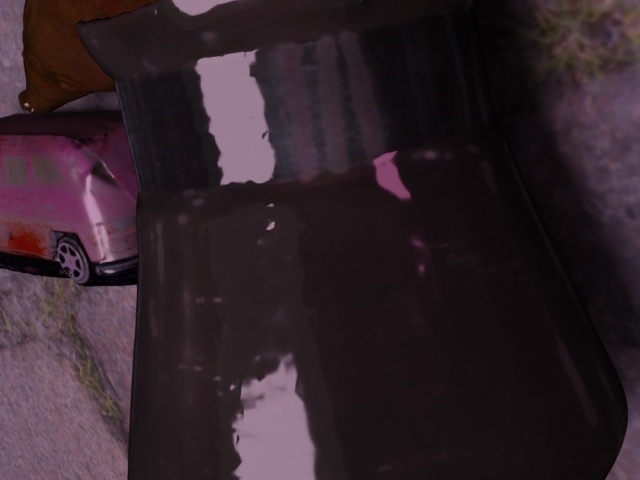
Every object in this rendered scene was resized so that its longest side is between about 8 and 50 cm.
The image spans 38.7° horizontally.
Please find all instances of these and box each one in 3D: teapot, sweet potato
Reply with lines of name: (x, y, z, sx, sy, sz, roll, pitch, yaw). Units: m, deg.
teapot: (0.000, 0.000, 0.580, 0.376, 0.305, 0.362, -159, 57, -70)
sweet potato: (-0.168, -0.180, 0.713, 0.131, 0.131, 0.336, 52, 138, 6)

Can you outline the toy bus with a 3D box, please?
toy bus: (-0.246, -0.044, 0.860, 0.302, 0.127, 0.147, 4, 114, 41)
